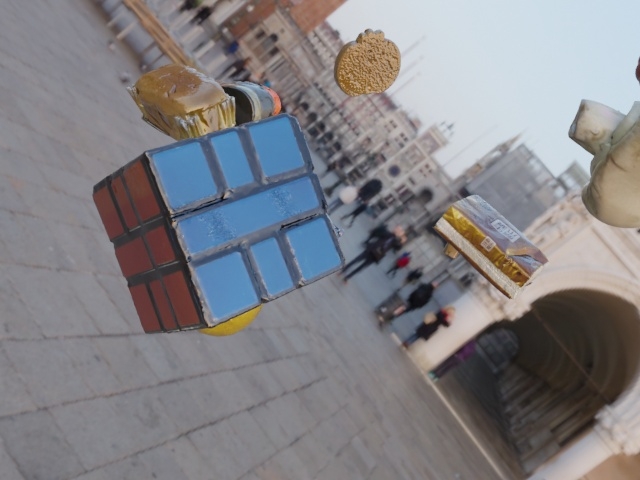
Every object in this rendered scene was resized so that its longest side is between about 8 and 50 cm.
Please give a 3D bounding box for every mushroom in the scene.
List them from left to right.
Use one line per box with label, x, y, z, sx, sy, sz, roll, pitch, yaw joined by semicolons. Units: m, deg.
mushroom;0.530;-0.158;1.224;0.234;0.260;0.254;39;6;11

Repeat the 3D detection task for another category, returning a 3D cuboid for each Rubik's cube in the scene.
Rubik's cube;-0.173;-0.023;1.201;0.294;0.289;0.283;-11;-80;53

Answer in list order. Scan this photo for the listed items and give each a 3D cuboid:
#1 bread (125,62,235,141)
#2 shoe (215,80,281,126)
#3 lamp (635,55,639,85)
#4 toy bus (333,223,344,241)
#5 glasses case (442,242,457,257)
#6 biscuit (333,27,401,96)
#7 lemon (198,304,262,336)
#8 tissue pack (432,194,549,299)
bread;-0.286;-0.287;1.495;0.241;0.136;0.107;34;-35;43
shoe;-0.220;-0.328;1.718;0.337;0.171;0.132;10;-66;43
lamp;1.044;-0.525;2.181;0.140;0.182;0.182;25;24;-50
toy bus;0.000;0.000;2.066;0.087;0.098;0.178;36;21;-1
glasses case;0.392;-0.032;1.974;0.041;0.169;0.065;29;3;16
biscuit;0.110;-0.429;1.727;0.170;0.170;0.050;47;8;-39
lemon;-0.279;0.137;2.054;0.253;0.253;0.310;50;22;-15
tissue pack;0.366;0.011;1.536;0.226;0.092;0.183;43;29;15
